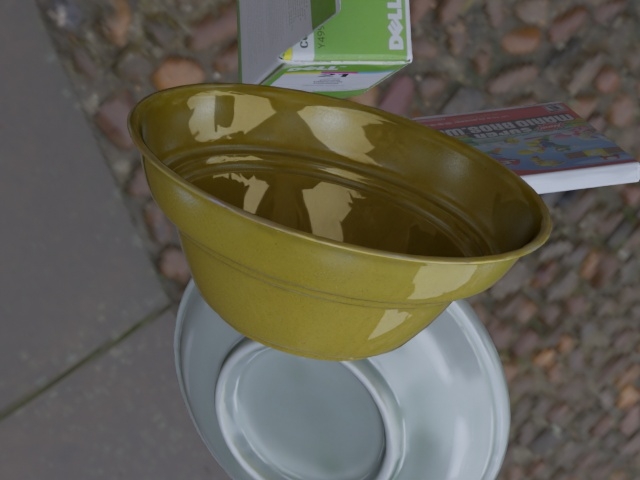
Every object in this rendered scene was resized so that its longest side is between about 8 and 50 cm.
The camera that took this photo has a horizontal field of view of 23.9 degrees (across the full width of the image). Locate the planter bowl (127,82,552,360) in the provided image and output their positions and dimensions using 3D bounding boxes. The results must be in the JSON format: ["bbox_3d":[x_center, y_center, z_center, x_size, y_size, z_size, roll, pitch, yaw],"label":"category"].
[{"bbox_3d":[0.000,0.000,0.766,0.217,0.217,0.090,-2,118,-39],"label":"planter bowl"}]

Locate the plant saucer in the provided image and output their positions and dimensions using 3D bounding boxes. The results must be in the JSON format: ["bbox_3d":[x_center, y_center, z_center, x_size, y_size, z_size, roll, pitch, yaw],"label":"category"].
[{"bbox_3d":[0.000,0.176,1.623,0.100,0.400,0.400,-44,153,-55],"label":"plant saucer"}]

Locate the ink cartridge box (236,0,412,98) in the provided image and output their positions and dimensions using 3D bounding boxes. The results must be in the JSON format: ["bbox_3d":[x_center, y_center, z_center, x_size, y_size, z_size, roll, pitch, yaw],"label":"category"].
[{"bbox_3d":[0.013,-0.207,0.995,0.097,0.255,0.189,-1,86,-16],"label":"ink cartridge box"}]

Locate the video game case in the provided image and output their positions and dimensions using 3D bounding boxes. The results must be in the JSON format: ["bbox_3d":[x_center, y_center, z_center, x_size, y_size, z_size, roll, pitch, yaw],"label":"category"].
[{"bbox_3d":[0.226,-0.108,1.754,0.204,0.285,0.025,-7,110,-7],"label":"video game case"}]
